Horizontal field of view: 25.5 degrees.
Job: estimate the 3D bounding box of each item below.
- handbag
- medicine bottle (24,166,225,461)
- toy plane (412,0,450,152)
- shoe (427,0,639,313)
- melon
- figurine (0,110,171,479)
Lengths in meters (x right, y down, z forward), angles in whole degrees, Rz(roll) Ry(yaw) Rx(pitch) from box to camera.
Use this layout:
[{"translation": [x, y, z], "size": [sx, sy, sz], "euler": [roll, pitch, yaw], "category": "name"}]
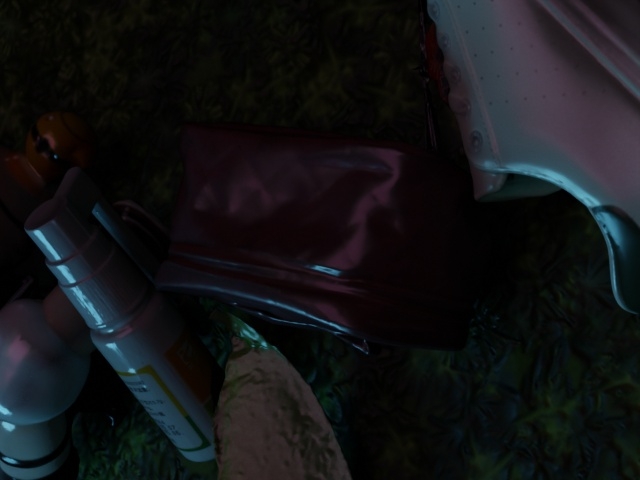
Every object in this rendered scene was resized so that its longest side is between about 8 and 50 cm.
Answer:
[{"translation": [0.000, 0.000, 0.943], "size": [0.225, 0.146, 0.135], "euler": [10, 87, 36], "category": "handbag"}, {"translation": [-0.124, 0.052, 0.998], "size": [0.061, 0.220, 0.092], "euler": [-17, 32, 28], "category": "medicine bottle"}, {"translation": [0.087, -0.136, 0.971], "size": [0.060, 0.037, 0.145], "euler": [-21, 76, 40], "category": "toy plane"}, {"translation": [0.130, -0.112, 0.885], "size": [0.363, 0.132, 0.160], "euler": [48, 111, 22], "category": "shoe"}, {"translation": [-0.032, 0.172, 0.976], "size": [0.114, 0.053, 0.261], "euler": [-15, 77, 5], "category": "melon"}, {"translation": [-0.290, 0.032, 1.101], "size": [0.323, 0.196, 0.320], "euler": [29, 98, 23], "category": "figurine"}]
